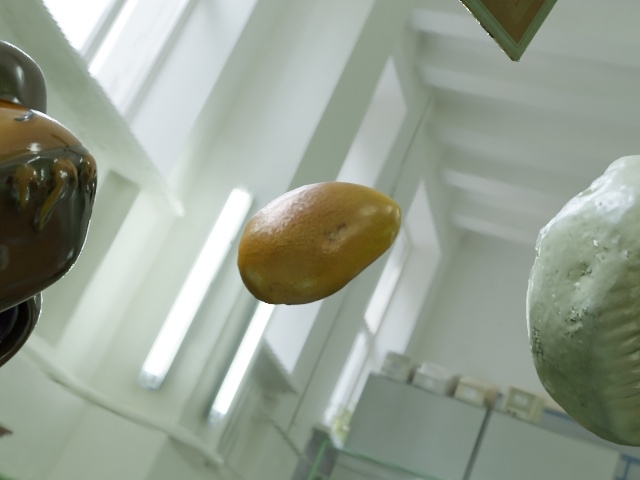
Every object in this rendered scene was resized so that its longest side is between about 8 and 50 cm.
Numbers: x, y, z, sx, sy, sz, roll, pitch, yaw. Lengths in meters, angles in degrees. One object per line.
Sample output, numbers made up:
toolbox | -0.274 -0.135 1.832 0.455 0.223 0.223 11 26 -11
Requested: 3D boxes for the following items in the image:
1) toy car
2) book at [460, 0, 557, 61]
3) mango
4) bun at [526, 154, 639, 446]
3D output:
toy car | -0.293 0.000 0.757 0.240 0.271 0.340 35 -50 29
book | 0.153 -0.305 0.949 0.242 0.170 0.018 41 -14 -32
mango | -0.001 -0.004 1.290 0.217 0.141 0.102 -19 -43 -5
bun | 0.390 0.082 1.266 0.234 0.326 0.362 23 -32 56
